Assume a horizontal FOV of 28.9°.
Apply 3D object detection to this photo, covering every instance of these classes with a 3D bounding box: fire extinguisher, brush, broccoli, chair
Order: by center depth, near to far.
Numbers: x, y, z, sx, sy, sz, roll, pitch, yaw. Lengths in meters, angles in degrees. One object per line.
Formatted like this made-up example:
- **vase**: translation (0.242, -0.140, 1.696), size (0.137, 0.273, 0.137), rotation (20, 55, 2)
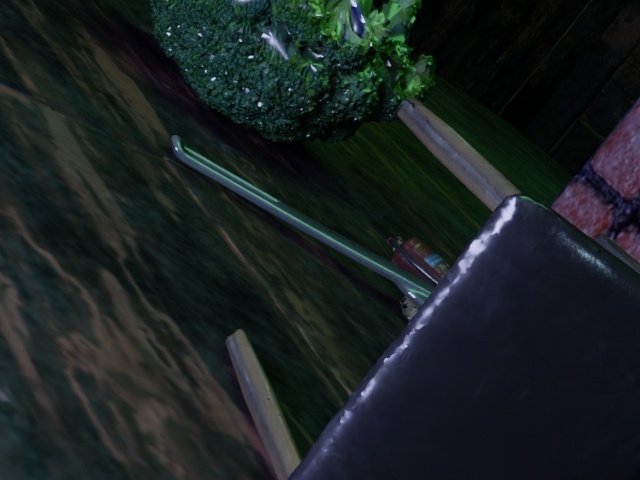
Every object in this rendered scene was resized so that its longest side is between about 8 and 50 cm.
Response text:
- **chair**: translation (0.087, 0.078, 0.542), size (0.166, 0.188, 0.272), rotation (30, 12, -28)
- **brush**: translation (0.000, 0.000, 0.915), size (0.266, 0.027, 0.062), rotation (31, 14, -14)
- **fire extinguisher**: translation (0.094, 0.037, 1.001), size (0.132, 0.039, 0.056), rotation (44, 4, 22)
- **broccoli**: translation (-0.026, -0.211, 1.094), size (0.265, 0.245, 0.294), rotation (26, -27, 55)

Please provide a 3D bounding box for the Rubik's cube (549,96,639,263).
- **Rubik's cube**: translation (0.347, 0.092, 0.812), size (0.337, 0.344, 0.344), rotation (30, 17, -27)
